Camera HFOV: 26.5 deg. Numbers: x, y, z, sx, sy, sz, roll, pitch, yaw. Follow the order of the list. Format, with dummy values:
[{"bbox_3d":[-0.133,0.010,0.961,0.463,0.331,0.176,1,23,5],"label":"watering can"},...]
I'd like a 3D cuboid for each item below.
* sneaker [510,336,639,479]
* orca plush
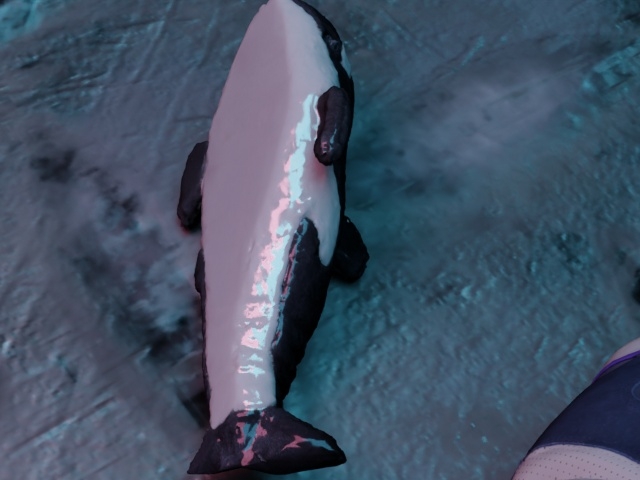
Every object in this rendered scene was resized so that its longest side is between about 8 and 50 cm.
[{"bbox_3d":[0.236,0.133,0.604,0.322,0.130,0.236,-1,25,32],"label":"sneaker"},{"bbox_3d":[0.000,0.000,0.765,0.102,0.151,0.287,22,43,-33],"label":"orca plush"}]
